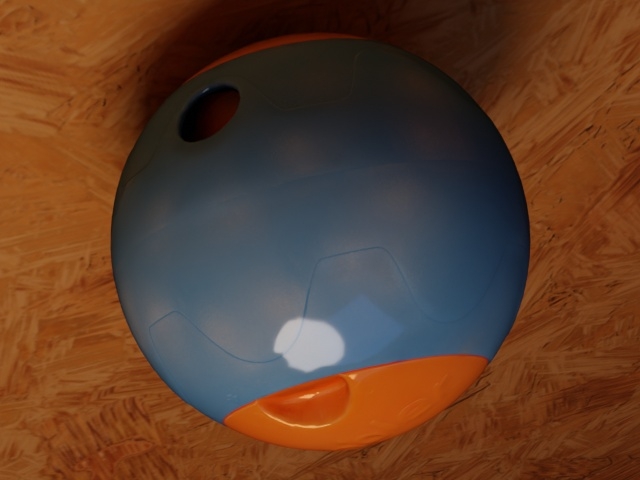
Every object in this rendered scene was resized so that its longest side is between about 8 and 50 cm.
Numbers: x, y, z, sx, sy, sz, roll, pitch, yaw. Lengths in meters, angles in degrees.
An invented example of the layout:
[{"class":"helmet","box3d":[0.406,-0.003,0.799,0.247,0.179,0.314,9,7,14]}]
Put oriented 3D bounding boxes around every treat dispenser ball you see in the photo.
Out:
[{"class":"treat dispenser ball","box3d":[0.000,0.000,0.917,0.288,0.288,0.288,-15,148,-10]}]
